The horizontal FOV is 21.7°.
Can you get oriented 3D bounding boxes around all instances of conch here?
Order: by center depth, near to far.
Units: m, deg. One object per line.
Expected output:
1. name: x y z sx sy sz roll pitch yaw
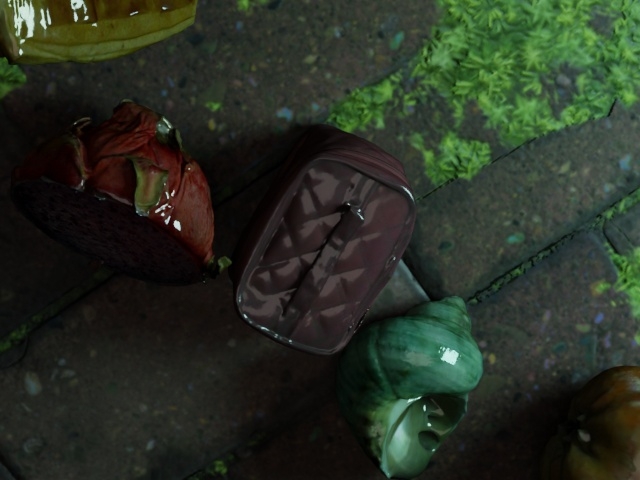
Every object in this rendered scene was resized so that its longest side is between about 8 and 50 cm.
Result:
1. conch: 0.097 0.149 1.775 0.176 0.122 0.188 36 106 -31

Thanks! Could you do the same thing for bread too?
1. bread: -0.269 -0.303 1.574 0.167 0.324 0.277 1 103 35

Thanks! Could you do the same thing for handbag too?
1. handbag: 0.000 0.000 1.723 0.146 0.135 0.225 28 103 -12

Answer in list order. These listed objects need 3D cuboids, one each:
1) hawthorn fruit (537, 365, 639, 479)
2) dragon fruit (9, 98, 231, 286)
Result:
1. hawthorn fruit: 0.360 0.251 1.780 0.251 0.199 0.199 28 105 -21
2. dragon fruit: -0.188 -0.062 1.698 0.218 0.224 0.148 38 64 -29
